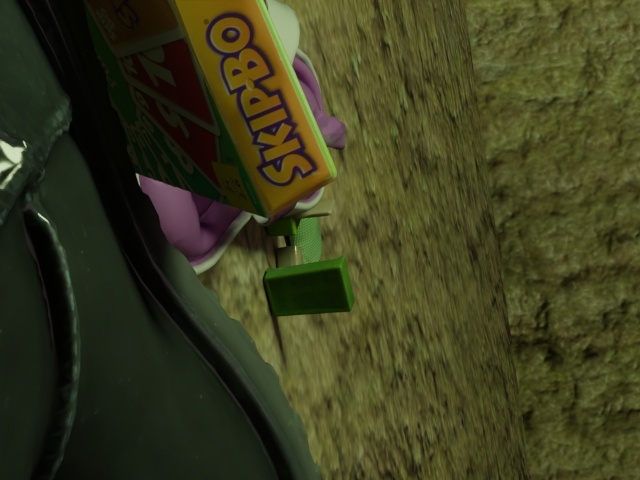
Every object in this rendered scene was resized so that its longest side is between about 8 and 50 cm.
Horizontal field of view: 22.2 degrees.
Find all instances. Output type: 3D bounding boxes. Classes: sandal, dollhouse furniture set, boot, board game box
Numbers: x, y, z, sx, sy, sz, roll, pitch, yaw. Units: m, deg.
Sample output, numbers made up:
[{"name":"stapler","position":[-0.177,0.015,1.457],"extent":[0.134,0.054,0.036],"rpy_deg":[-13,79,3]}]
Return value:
[{"name":"sandal","position":[-0.036,-0.080,0.983],"extent":[0.416,0.102,0.169],"rpy_deg":[-37,119,-76]},{"name":"dollhouse furniture set","position":[0.000,0.000,1.204],"extent":[0.152,0.058,0.076],"rpy_deg":[-72,153,-63]},{"name":"boot","position":[-0.116,0.125,0.368],"extent":[0.445,0.146,0.367],"rpy_deg":[-83,151,-62]},{"name":"board game box","position":[-0.086,-0.085,0.588],"extent":[0.259,0.039,0.124],"rpy_deg":[23,-40,63]}]
